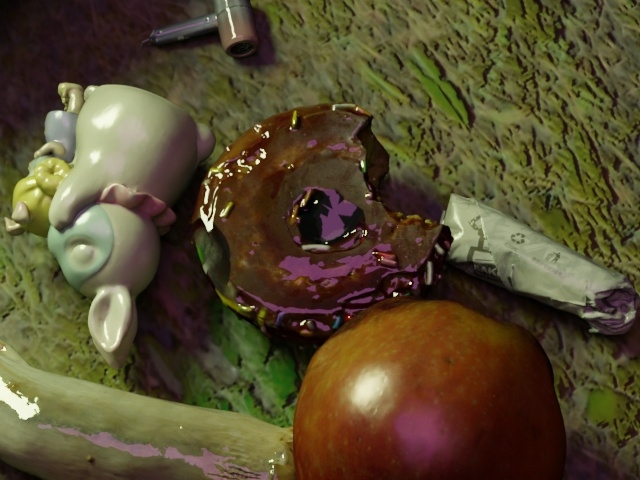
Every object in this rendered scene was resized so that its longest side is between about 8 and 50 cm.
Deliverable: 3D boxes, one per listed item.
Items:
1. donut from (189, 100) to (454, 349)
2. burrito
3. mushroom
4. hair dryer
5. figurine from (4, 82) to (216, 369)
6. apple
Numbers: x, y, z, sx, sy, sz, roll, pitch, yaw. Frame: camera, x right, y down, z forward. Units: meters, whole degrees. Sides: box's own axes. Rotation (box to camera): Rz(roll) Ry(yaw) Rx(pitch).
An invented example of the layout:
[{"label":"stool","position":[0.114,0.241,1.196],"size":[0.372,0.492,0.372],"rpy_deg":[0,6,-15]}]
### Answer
[{"label":"donut","position":[-0.001,-0.001,1.581],"size":[0.216,0.096,0.230],"rpy_deg":[-39,69,-12]},{"label":"burrito","position":[0.189,0.024,1.580],"size":[0.203,0.064,0.064],"rpy_deg":[27,69,17]},{"label":"mushroom","position":[-0.172,0.167,1.515],"size":[0.351,0.095,0.122],"rpy_deg":[19,47,11]},{"label":"hair dryer","position":[-0.119,-0.201,1.718],"size":[0.114,0.037,0.063],"rpy_deg":[-14,66,4]},{"label":"figurine","position":[-0.200,-0.016,1.583],"size":[0.155,0.127,0.235],"rpy_deg":[21,69,-8]},{"label":"apple","position":[0.089,0.149,1.434],"size":[0.230,0.230,0.230],"rpy_deg":[-1,65,2]}]
